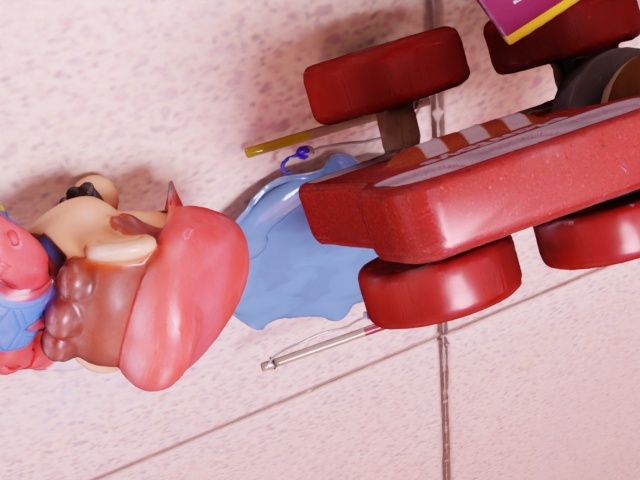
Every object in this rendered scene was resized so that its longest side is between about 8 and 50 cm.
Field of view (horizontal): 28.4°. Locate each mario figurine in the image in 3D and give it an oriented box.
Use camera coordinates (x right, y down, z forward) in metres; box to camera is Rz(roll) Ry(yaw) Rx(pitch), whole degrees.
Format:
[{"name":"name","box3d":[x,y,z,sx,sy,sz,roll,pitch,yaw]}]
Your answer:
[{"name":"mario figurine","box3d":[-0.200,0.007,0.765,0.320,0.170,0.198,0,180,-21]}]

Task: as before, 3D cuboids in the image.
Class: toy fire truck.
[{"name":"toy fire truck","box3d":[0.141,-0.052,0.722,0.302,0.169,0.254,-17,-171,-16]}]

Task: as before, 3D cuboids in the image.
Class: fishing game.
[{"name":"fishing game","box3d":[0.000,0.000,0.952,0.189,0.041,0.264,-20,142,-11]}]

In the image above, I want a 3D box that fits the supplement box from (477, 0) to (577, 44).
[{"name":"supplement box","box3d":[0.075,-0.194,0.623,0.081,0.104,0.188,-33,150,13]}]
